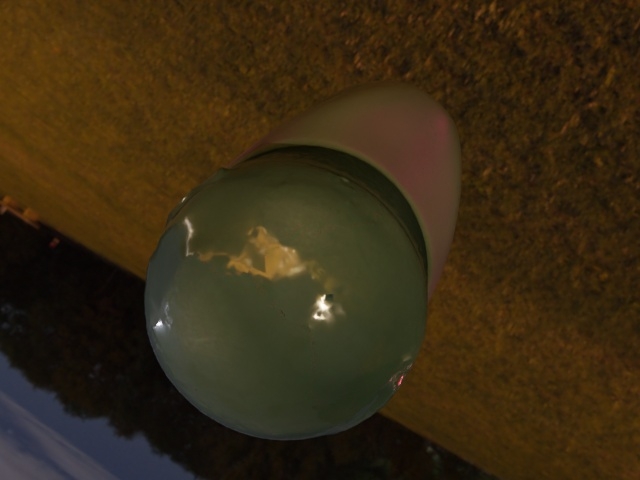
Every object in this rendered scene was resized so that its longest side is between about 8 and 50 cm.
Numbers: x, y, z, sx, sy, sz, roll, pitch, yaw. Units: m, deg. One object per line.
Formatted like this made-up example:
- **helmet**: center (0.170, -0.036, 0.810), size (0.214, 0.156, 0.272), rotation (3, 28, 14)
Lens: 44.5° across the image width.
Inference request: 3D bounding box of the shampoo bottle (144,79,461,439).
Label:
- **shampoo bottle**: center (0.000, 0.000, 0.510), size (0.151, 0.222, 0.349), rotation (44, -164, -4)
